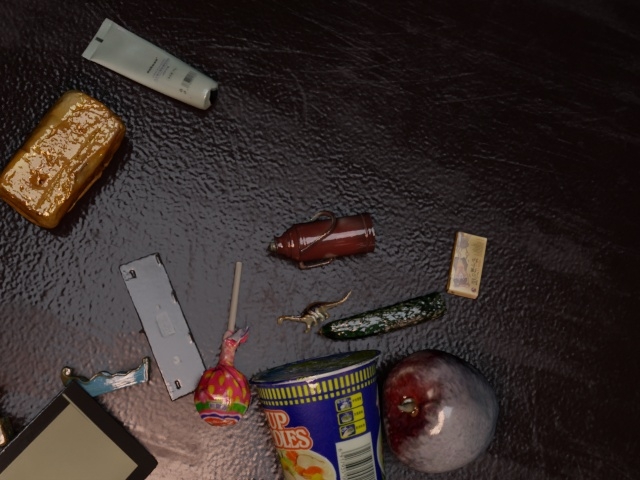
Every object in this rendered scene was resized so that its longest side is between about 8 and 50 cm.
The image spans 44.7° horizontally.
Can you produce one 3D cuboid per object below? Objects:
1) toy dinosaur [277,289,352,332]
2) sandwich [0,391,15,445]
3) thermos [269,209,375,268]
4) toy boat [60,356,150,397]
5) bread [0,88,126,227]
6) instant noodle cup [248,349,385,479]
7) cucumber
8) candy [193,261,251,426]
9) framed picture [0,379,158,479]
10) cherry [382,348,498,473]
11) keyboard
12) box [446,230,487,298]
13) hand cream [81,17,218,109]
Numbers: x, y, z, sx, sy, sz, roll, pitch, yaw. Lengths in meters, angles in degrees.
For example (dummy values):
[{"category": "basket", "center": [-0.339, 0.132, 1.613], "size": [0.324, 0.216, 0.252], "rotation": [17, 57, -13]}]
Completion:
[{"category": "toy dinosaur", "center": [-0.006, 0.166, 1.744], "size": [0.180, 0.037, 0.058], "rotation": [-21, 88, -11]}, {"category": "sandwich", "center": [-0.714, 0.323, 1.563], "size": [0.128, 0.122, 0.235], "rotation": [-23, 83, -10]}, {"category": "thermos", "center": [0.001, 0.002, 1.750], "size": [0.232, 0.099, 0.124], "rotation": [-10, 119, -9]}, {"category": "toy boat", "center": [-0.448, 0.281, 1.635], "size": [0.185, 0.075, 0.077], "rotation": [-15, 85, -6]}, {"category": "bread", "center": [-0.559, -0.181, 1.676], "size": [0.167, 0.132, 0.294], "rotation": [34, 75, -2]}, {"category": "instant noodle cup", "center": [0.019, 0.407, 1.604], "size": [0.284, 0.284, 0.312], "rotation": [-11, 89, -11]}, {"category": "cucumber", "center": [0.139, 0.181, 1.751], "size": [0.293, 0.067, 0.067], "rotation": [-14, 82, -10]}, {"category": "candy", "center": [-0.196, 0.216, 1.674], "size": [0.124, 0.124, 0.365], "rotation": [9, 64, -7]}, {"category": "framed picture", "center": [-0.527, 0.491, 1.541], "size": [0.265, 0.016, 0.347], "rotation": [49, 63, -16]}, {"category": "cherry", "center": [0.249, 0.359, 1.640], "size": [0.296, 0.218, 0.255], "rotation": [13, 53, -36]}, {"category": "keyboard", "center": [-0.342, 0.187, 1.694], "size": [0.106, 0.027, 0.317], "rotation": [-21, 83, -15]}, {"category": "box", "center": [0.343, 0.057, 1.826], "size": [0.073, 0.020, 0.149], "rotation": [13, 78, -7]}, {"category": "hand cream", "center": [-0.382, -0.399, 1.787], "size": [0.321, 0.067, 0.109], "rotation": [28, 78, 2]}]
